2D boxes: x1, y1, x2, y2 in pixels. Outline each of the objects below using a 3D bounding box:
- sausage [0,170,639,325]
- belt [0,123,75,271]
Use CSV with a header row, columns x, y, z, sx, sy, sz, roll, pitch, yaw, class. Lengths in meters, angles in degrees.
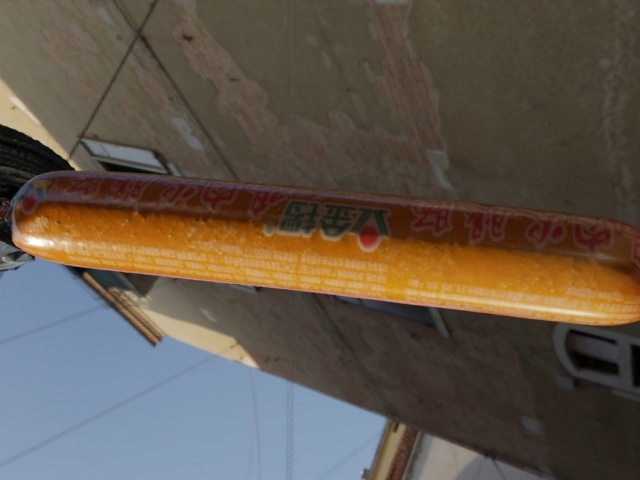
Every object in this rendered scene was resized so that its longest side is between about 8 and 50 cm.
x,y,z,sx,sy,sz,roll,pitch,yaw,class
0.000,0.000,0.340,0.053,0.348,0.053,6,-90,-81,sausage
-0.325,-0.032,0.623,0.218,0.128,0.122,11,-126,-67,belt
